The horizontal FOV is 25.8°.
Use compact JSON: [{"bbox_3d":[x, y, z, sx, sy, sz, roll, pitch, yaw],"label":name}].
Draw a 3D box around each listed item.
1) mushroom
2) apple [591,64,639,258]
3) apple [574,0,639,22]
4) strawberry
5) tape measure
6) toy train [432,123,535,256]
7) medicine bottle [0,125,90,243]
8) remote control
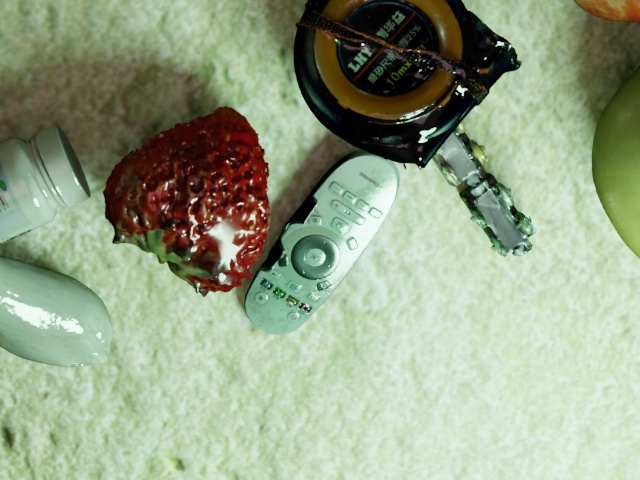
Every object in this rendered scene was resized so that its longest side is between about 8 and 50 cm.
[{"bbox_3d":[-0.344,0.064,1.521,0.270,0.118,0.103,32,67,-52],"label":"mushroom"},{"bbox_3d":[0.446,-0.090,1.555,0.292,0.254,0.292,-1,104,-5],"label":"apple"},{"bbox_3d":[0.349,-0.337,1.512,0.209,0.164,0.209,-2,84,18],"label":"apple"},{"bbox_3d":[-0.132,-0.052,1.532,0.187,0.184,0.201,26,77,20],"label":"strawberry"},{"bbox_3d":[0.078,-0.195,1.524,0.223,0.135,0.202,40,86,4],"label":"tape measure"},{"bbox_3d":[0.178,-0.069,1.618,0.060,0.081,0.202,-35,101,2],"label":"toy train"},{"bbox_3d":[-0.355,-0.049,1.532,0.187,0.103,0.102,-24,108,0],"label":"medicine bottle"},{"bbox_3d":[0.000,0.001,1.629,0.097,0.045,0.256,35,102,-15],"label":"remote control"}]
